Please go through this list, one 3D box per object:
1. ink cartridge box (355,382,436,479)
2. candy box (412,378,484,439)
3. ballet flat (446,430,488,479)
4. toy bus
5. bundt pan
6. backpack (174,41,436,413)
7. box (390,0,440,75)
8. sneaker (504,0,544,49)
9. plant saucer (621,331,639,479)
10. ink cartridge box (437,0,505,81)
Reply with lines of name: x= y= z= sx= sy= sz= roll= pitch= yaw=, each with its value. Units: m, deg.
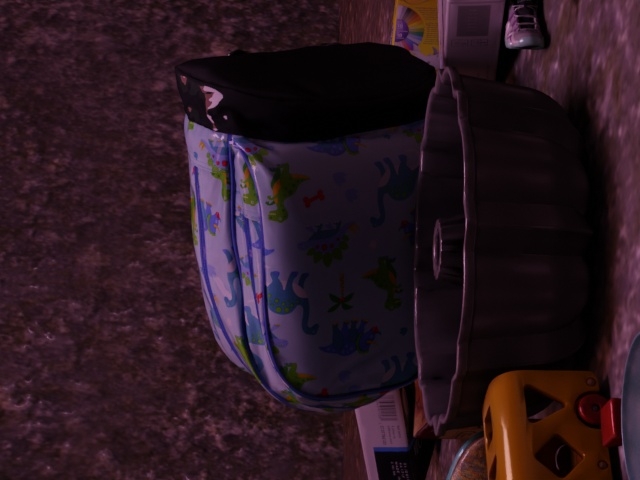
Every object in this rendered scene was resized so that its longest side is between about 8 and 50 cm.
ink cartridge box: x=0.111 y=0.159 z=1.988 sx=0.333 sy=0.065 sz=0.165 roll=-68 pitch=-30 yaw=-58
candy box: x=0.154 y=0.055 z=1.802 sx=0.183 sy=0.087 sz=0.316 roll=107 pitch=164 yaw=-74
ballet flat: x=0.167 y=0.328 z=1.481 sx=0.123 sy=0.123 sz=0.348 roll=-94 pitch=7 yaw=-55
toy bus: x=0.178 y=0.203 z=1.282 sx=0.202 sy=0.104 sz=0.191 roll=-111 pitch=22 yaw=-81
bundt pan: x=0.163 y=0.009 z=1.440 sx=0.331 sy=0.124 sz=0.331 roll=-179 pitch=90 yaw=-85
backpack: x=0.000 y=0.000 z=1.669 sx=0.273 sy=0.290 sz=0.355 roll=44 pitch=131 yaw=49
box: x=0.139 y=-0.247 z=2.000 sx=0.043 sy=0.105 sz=0.179 roll=-92 pitch=6 yaw=-54
sneaker: x=0.200 y=-0.225 z=1.590 sx=0.098 sy=0.038 sz=0.069 roll=-109 pitch=20 yaw=-77
plant saucer: x=0.233 y=0.122 z=1.115 sx=0.119 sy=0.021 sz=0.119 roll=-178 pitch=90 yaw=-86
ink cartridge box: x=0.162 y=-0.317 z=1.757 sx=0.296 sy=0.066 sz=0.261 roll=80 pitch=-171 yaw=-73
